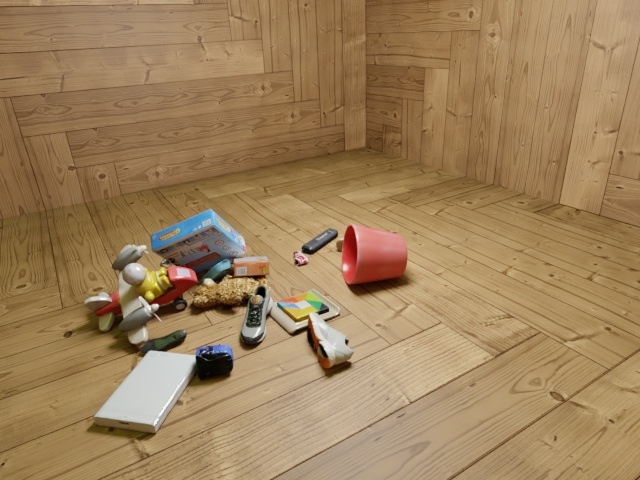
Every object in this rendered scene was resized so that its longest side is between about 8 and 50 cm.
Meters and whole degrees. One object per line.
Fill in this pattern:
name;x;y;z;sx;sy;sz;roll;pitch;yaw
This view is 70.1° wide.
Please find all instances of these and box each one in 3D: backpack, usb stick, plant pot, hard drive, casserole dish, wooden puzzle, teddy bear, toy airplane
backpack;-0.356;0.400;1.551;0.120;0.098;0.101;-6;21;-6
usb stick;0.000;0.000;2.444;0.077;0.045;0.278;12;28;31
plant pot;0.243;0.064;2.053;0.243;0.275;0.275;2;24;-11
hard drive;-0.544;0.476;1.473;0.203;0.040;0.307;3;26;12
casserole dish;-0.473;0.155;2.052;0.037;0.188;0.114;52;24;8
wooden puzzle;-0.073;0.275;1.856;0.239;0.044;0.221;-18;29;-30
teddy bear;-0.376;0.206;1.959;0.338;0.113;0.245;1;23;7
toy airplane;-0.744;0.195;1.822;0.386;0.272;0.384;20;50;15

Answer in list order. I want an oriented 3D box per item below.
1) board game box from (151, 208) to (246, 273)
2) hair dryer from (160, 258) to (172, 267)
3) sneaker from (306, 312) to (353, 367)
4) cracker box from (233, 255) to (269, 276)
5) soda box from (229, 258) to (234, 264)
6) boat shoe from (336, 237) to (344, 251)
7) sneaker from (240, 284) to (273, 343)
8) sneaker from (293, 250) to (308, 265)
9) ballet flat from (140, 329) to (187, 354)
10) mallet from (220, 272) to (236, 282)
board game box;-0.543;0.017;2.066;0.308;0.302;0.086;-22;60;9
hair dryer;-0.756;0.035;2.405;0.223;0.080;0.293;-17;28;-27
sneaker;0.032;0.352;1.639;0.121;0.099;0.262;-4;31;-20
cracker box;-0.320;0.116;2.103;0.156;0.067;0.232;-2;5;-9
soda box;-0.510;0.093;2.276;0.169;0.060;0.053;-9;26;-14
boat shoe;0.221;0.013;2.329;0.277;0.098;0.096;7;27;22
sneaker;-0.252;0.284;1.761;0.100;0.108;0.271;1;38;6
sneaker;-0.117;0.088;2.269;0.067;0.042;0.118;-15;30;-33
ballet flat;-0.578;0.383;1.692;0.173;0.049;0.057;-20;57;-23
mallet;-0.374;0.169;2.132;0.190;0.039;0.062;-3;23;-9
